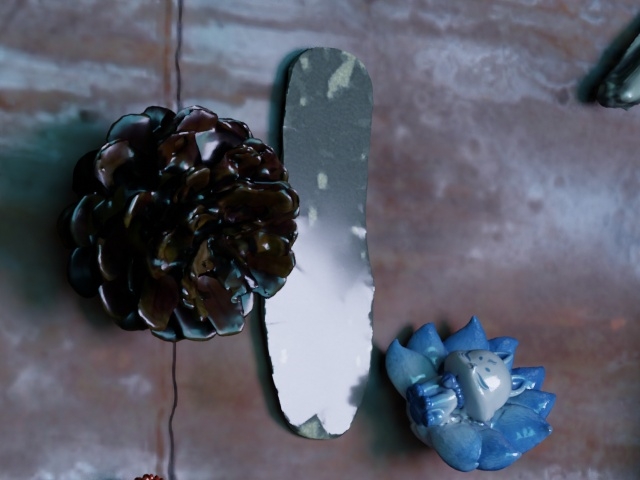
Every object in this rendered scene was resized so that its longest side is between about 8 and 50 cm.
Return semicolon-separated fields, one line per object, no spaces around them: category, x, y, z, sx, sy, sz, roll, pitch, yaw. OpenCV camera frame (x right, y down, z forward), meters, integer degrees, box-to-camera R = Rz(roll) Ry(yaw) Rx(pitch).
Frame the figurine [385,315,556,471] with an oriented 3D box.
figurine;0.103;0.096;0.966;0.114;0.079;0.114;4;43;-4

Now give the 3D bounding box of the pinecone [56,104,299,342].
pinecone;-0.075;-0.009;0.855;0.140;0.121;0.140;-6;103;-28

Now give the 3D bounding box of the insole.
insole;0.000;0.000;0.959;0.081;0.011;0.248;7;82;-29

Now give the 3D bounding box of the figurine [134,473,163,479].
figurine;-0.065;0.171;0.885;0.106;0.047;0.060;15;86;-29

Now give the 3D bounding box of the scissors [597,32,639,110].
scissors;0.295;-0.180;1.123;0.289;0.041;0.138;-41;112;-27
